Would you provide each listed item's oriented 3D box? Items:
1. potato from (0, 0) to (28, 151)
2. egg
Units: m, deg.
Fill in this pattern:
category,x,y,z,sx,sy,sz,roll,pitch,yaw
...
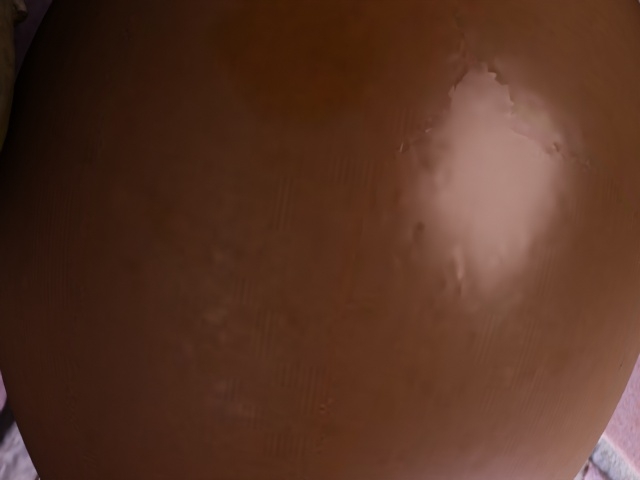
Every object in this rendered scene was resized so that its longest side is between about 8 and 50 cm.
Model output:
category,x,y,z,sx,sy,sz,roll,pitch,yaw
potato,-0.192,-0.086,0.473,0.197,0.148,0.228,61,40,-51
egg,0.000,0.000,0.590,0.301,0.301,0.374,16,93,-51
